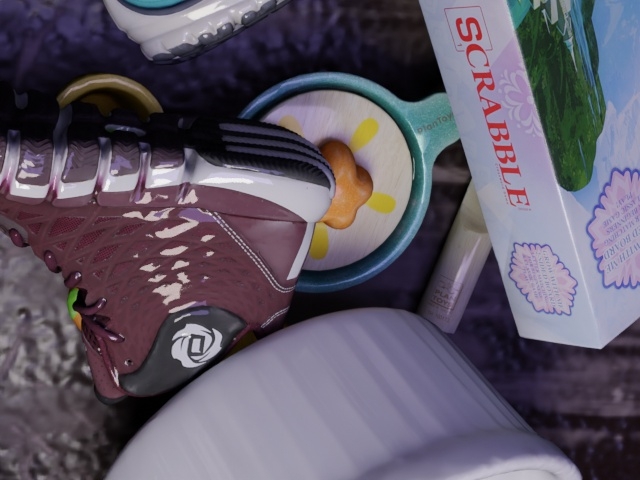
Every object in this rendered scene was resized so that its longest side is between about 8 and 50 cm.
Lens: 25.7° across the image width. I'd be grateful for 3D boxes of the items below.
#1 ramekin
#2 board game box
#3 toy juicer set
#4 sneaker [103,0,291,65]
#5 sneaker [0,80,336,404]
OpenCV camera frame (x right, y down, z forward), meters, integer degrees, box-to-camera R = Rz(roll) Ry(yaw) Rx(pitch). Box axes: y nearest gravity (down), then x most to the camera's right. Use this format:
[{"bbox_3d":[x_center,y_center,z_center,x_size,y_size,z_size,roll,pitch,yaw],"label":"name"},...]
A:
[{"bbox_3d":[0.001,0.166,0.815,0.277,0.135,0.277,-25,147,-18],"label":"ramekin"},{"bbox_3d":[0.192,-0.154,0.797,0.318,0.066,0.318,-34,115,-32],"label":"board game box"},{"bbox_3d":[0.000,0.000,0.848,0.329,0.089,0.209,-2,107,-15],"label":"toy juicer set"},{"bbox_3d":[-0.003,-0.205,0.784,0.275,0.107,0.110,-31,98,-7],"label":"sneaker"},{"bbox_3d":[-0.140,0.010,0.743,0.281,0.106,0.163,8,112,-7],"label":"sneaker"}]
